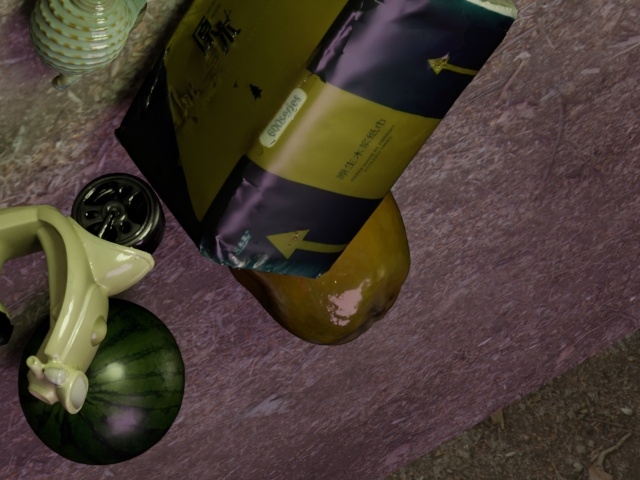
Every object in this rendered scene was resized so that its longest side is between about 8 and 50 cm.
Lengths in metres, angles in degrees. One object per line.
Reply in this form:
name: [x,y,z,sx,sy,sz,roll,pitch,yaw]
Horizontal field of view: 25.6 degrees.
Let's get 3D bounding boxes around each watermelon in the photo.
watermelon: [-0.311,0.201,2.012,0.242,0.242,0.242,-29,154,-16]

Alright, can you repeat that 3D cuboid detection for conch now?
conch: [-0.251,-0.232,1.504,0.135,0.102,0.153,-34,-170,-32]

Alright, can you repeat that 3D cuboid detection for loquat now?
loquat: [0.000,0.000,2.011,0.276,0.284,0.276,-38,172,-6]

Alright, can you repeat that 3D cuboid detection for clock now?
clock: [-0.365,0.065,1.583,0.379,0.276,0.120,-4,156,6]

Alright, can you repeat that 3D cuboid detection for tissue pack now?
tissue pack: [-0.014,-0.188,1.633,0.253,0.264,0.416,8,126,-46]
